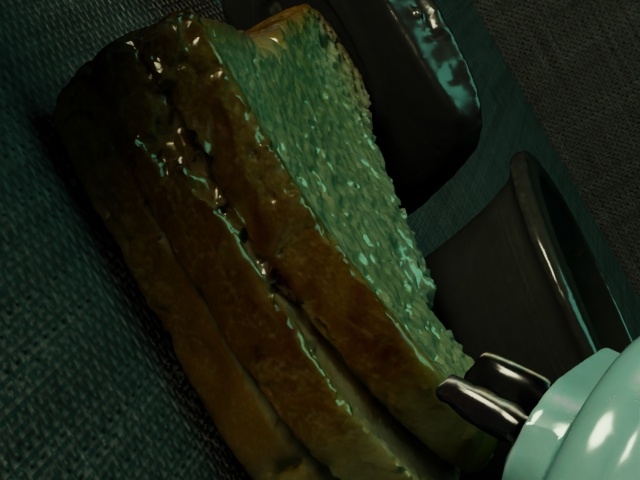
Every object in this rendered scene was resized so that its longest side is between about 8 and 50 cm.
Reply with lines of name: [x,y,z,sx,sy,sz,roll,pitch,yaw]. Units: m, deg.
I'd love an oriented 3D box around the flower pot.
flower pot: [0.105,0.082,0.913,0.235,0.148,0.235,59,13,-23]

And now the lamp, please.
lamp: [0.118,0.171,0.630,0.209,0.147,0.284,-22,112,-59]

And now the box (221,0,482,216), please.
box: [0.009,-0.112,0.965,0.213,0.042,0.201,62,-28,10]

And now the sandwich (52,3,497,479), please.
sandwich: [-0.004,0.003,0.793,0.254,0.099,0.288,55,14,-3]
